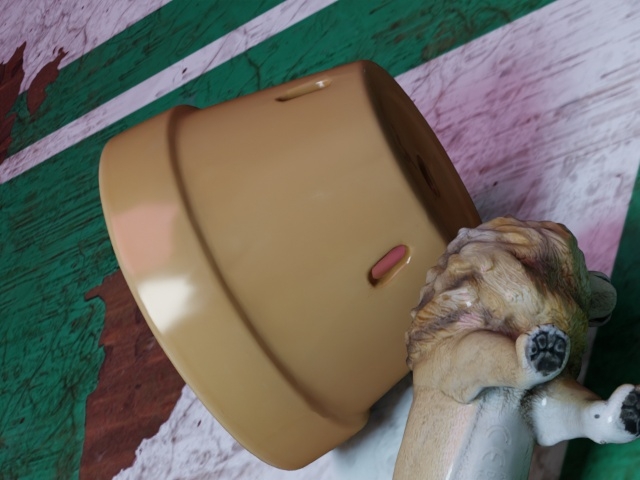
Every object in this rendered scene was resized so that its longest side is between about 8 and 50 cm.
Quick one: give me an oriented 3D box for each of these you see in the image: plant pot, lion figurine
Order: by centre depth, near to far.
[{"bbox_3d":[0.092,0.164,1.194,0.392,0.142,0.240,-65,19,-9],"label":"lion figurine"},{"bbox_3d":[0.000,0.000,1.416,0.203,0.291,0.291,-29,33,14],"label":"plant pot"}]
